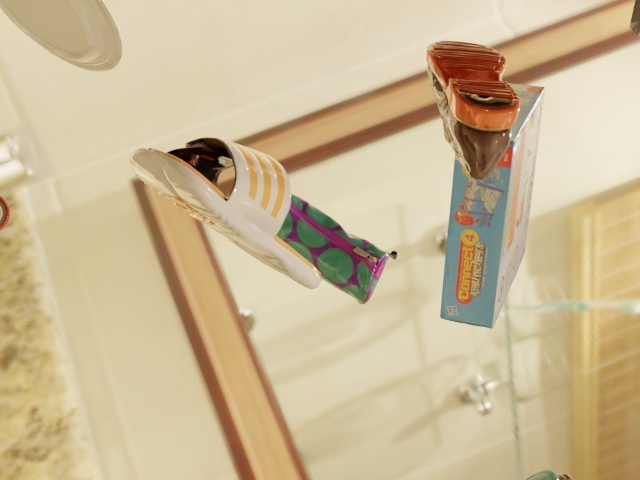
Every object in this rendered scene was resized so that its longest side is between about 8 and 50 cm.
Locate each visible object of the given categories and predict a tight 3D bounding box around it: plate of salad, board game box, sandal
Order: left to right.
[{"bbox_3d":[-0.287,-0.261,1.182,0.200,0.048,0.200,29,-26,16],"label":"plate of salad"},{"bbox_3d":[-0.064,-0.038,0.952,0.102,0.076,0.265,27,-7,32],"label":"sandal"},{"bbox_3d":[0.278,-0.065,1.773,0.302,0.086,0.308,-48,145,-60],"label":"board game box"}]

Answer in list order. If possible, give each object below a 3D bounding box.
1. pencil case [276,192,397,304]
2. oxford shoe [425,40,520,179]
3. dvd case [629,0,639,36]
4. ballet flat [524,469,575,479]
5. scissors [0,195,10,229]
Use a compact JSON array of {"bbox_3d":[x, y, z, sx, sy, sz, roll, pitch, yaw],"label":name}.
[{"bbox_3d":[0.000,0.000,1.150,0.152,0.064,0.070,33,-31,4],"label":"pencil case"},{"bbox_3d":[0.168,-0.163,1.304,0.271,0.097,0.098,-86,-179,-61],"label":"oxford shoe"},{"bbox_3d":[0.432,-0.233,1.182,0.238,0.030,0.179,50,-21,33],"label":"dvd case"},{"bbox_3d":[0.226,0.374,1.078,0.124,0.116,0.342,46,32,-11],"label":"ballet flat"},{"bbox_3d":[-0.533,0.044,1.524,0.109,0.297,0.021,30,-9,-17],"label":"scissors"}]
